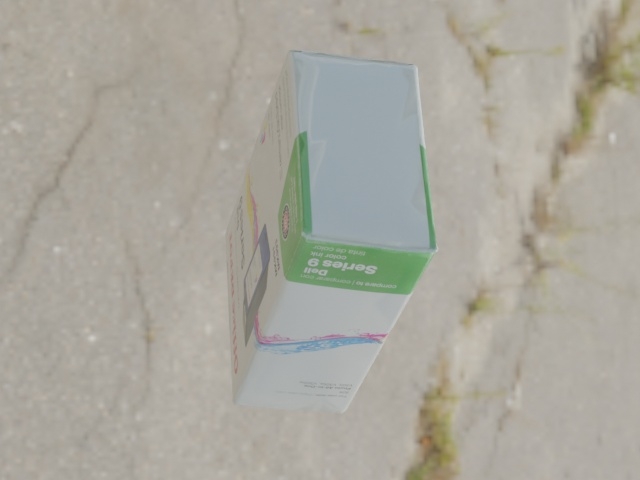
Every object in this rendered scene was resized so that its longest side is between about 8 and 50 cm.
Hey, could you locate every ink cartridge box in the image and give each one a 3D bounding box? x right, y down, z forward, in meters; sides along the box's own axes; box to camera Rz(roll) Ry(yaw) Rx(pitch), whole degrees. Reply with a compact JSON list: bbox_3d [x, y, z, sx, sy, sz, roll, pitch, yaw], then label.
[{"bbox_3d":[0.000,0.000,1.011,0.212,0.093,0.154,112,-21,-53],"label":"ink cartridge box"}]
